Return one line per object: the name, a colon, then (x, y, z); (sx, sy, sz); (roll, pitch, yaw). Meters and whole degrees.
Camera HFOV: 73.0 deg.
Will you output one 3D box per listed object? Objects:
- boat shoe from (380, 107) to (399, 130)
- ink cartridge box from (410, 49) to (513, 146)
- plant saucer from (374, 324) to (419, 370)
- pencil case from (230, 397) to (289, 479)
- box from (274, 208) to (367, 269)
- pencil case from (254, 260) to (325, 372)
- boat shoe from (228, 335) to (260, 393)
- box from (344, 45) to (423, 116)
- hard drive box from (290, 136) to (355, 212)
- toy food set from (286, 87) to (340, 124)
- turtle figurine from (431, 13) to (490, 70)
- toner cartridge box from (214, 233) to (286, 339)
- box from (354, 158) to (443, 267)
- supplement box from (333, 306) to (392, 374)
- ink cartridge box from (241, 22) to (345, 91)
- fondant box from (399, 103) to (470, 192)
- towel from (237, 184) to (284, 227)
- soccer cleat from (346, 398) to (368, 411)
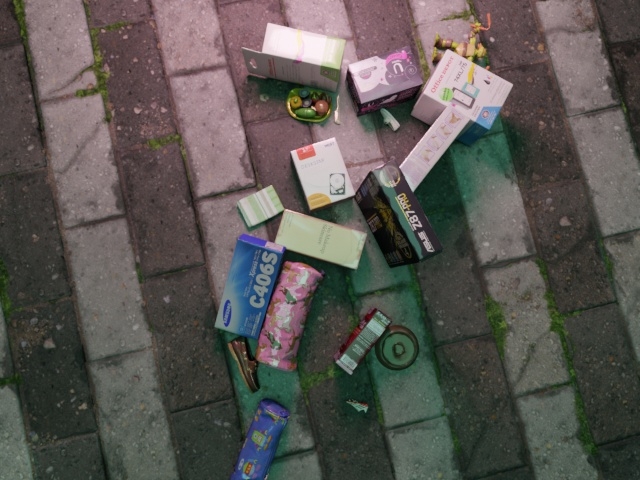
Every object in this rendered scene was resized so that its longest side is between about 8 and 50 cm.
boat shoe: (0.263, -0.469, 1.682); (0.035, 0.035, 0.100); (-44, 97, -4)
ink cartridge box: (0.516, -0.524, 1.614); (0.270, 0.197, 0.198); (28, 84, 1)
plant saucer: (0.287, 0.402, 1.612); (0.168, 0.029, 0.168); (0, 85, -1)
pencil case: (-0.206, 0.721, 1.518); (0.133, 0.119, 0.306); (18, 84, 29)
box: (0.000, 0.000, 1.587); (0.311, 0.121, 0.148); (15, 86, 0)
pencil case: (-0.109, 0.269, 1.542); (0.167, 0.160, 0.386); (19, 84, -4)
boat shoe: (-0.262, 0.446, 1.564); (0.073, 0.073, 0.207); (-25, 87, -2)
box: (0.235, -0.602, 1.638); (0.247, 0.142, 0.163); (-19, 86, -4)
hard drive box: (0.006, -0.242, 1.626); (0.181, 0.089, 0.232); (-20, 86, -4)
toy food set: (-0.023, -0.526, 1.657); (0.218, 0.071, 0.128); (7, 85, -2)
turtle figurine: (0.555, -0.754, 1.691); (0.217, 0.087, 0.269); (10, 93, 6)
toner cartridge box: (-0.249, 0.166, 1.530); (0.165, 0.075, 0.347); (17, 106, 0)
box: (0.246, -0.071, 1.467); (0.097, 0.395, 0.318); (-25, 87, -6)
supplement box: (0.150, 0.356, 1.559); (0.073, 0.130, 0.239); (39, 84, 2)
ink cartridge box: (-0.097, -0.677, 1.598); (0.353, 0.207, 0.119); (12, 86, -2)
fondant box: (0.370, -0.302, 1.569); (0.096, 0.238, 0.330); (37, 85, 2)
towel: (-0.226, -0.129, 1.643); (0.152, 0.023, 0.113); (-27, 89, -6)
soccer cleat: (0.134, 0.608, 1.589); (0.083, 0.029, 0.035); (15, 81, -5)
